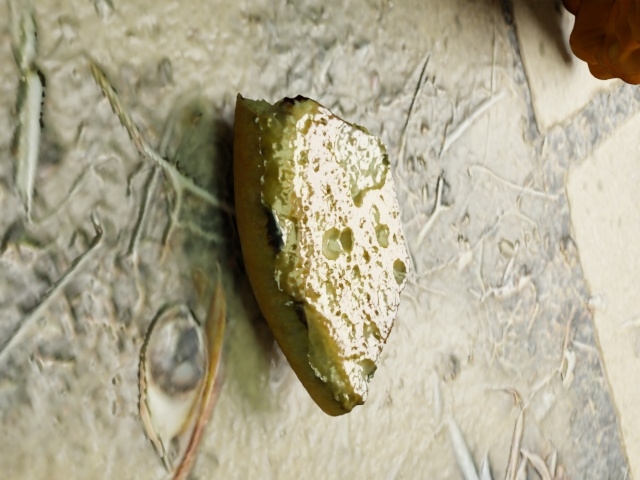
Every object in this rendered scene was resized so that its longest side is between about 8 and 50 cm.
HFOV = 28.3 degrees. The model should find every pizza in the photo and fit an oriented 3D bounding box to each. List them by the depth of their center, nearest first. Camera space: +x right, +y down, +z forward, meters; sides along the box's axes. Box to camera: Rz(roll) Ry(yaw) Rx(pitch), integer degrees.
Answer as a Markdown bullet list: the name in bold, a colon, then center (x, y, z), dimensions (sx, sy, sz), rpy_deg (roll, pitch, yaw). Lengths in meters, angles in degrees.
- **pizza**: center (0.000, 0.000, 0.609), dimensions (0.099, 0.035, 0.160), rpy_deg (-31, 113, -48)

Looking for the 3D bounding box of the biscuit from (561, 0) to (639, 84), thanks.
- **biscuit**: center (0.215, -0.253, 0.720), dimensions (0.312, 0.110, 0.318), rpy_deg (177, -85, -87)
